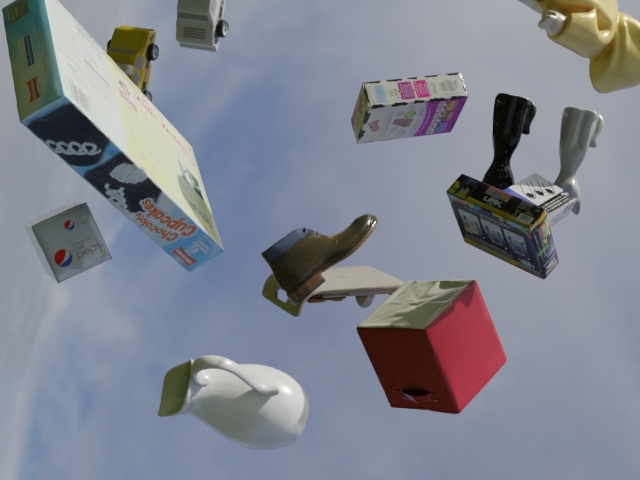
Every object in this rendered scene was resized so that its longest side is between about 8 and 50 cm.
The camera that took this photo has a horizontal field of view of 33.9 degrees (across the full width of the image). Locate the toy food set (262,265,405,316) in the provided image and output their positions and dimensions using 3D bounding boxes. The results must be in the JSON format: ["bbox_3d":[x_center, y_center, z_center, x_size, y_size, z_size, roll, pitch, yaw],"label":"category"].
[{"bbox_3d":[0.048,0.126,2.362,0.220,0.306,0.092,-155,-116,-65],"label":"toy food set"}]

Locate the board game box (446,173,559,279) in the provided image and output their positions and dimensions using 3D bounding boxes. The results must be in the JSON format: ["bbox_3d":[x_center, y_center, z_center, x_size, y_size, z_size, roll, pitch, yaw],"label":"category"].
[{"bbox_3d":[0.299,-0.023,1.722,0.170,0.141,0.048,29,-111,37],"label":"board game box"}]

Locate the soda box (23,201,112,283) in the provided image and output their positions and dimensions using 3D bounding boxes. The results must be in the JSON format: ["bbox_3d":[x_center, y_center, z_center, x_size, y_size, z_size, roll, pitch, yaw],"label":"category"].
[{"bbox_3d":[-0.308,-0.001,1.265,0.074,0.069,0.216,67,-17,-9],"label":"soda box"}]

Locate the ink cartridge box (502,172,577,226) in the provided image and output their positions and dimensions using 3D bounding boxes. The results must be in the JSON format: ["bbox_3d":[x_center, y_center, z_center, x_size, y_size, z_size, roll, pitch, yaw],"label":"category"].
[{"bbox_3d":[0.382,-0.059,1.940,0.097,0.207,0.046,35,-54,23],"label":"ink cartridge box"}]

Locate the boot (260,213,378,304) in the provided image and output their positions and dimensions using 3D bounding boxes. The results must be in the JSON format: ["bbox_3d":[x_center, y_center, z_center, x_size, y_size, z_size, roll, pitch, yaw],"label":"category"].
[{"bbox_3d":[0.000,0.000,1.793,0.219,0.106,0.082,-44,-174,-24],"label":"boot"}]

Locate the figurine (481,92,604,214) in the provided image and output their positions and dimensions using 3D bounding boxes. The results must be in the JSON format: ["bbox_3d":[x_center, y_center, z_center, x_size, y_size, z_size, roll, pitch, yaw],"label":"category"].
[{"bbox_3d":[0.424,-0.162,2.033,0.092,0.215,0.209,-46,147,-82],"label":"figurine"}]

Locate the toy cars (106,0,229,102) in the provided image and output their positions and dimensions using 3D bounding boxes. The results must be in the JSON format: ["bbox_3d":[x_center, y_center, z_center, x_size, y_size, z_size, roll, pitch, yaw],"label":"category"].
[{"bbox_3d":[-0.309,-0.398,2.043,0.394,0.176,0.087,-41,170,13],"label":"toy cars"}]

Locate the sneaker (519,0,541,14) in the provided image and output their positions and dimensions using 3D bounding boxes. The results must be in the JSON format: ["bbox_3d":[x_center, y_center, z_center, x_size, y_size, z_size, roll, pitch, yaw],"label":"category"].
[{"bbox_3d":[0.370,-0.456,1.598,0.110,0.118,0.292,-45,159,-34],"label":"sneaker"}]

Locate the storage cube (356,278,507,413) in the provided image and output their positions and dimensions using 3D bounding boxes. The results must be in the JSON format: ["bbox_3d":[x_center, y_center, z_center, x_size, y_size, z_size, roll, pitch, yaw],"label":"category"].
[{"bbox_3d":[0.220,0.202,2.067,0.184,0.193,0.215,-3,-152,46],"label":"storage cube"}]

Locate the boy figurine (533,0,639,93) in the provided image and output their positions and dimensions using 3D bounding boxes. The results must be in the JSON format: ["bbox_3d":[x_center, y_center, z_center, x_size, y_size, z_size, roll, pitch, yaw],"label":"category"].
[{"bbox_3d":[0.276,-0.276,1.187,0.092,0.285,0.177,-31,-144,37],"label":"boy figurine"}]

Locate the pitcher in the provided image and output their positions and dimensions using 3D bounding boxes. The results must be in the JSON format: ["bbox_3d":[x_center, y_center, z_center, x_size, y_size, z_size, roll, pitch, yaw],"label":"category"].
[{"bbox_3d":[-0.115,0.231,1.561,0.178,0.207,0.125,-43,-146,53],"label":"pitcher"}]

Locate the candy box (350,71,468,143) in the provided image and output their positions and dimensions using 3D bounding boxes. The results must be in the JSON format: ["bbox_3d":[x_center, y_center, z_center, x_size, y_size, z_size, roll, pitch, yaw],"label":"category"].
[{"bbox_3d":[0.197,-0.298,2.372,0.159,0.233,0.071,110,-31,-63],"label":"candy box"}]

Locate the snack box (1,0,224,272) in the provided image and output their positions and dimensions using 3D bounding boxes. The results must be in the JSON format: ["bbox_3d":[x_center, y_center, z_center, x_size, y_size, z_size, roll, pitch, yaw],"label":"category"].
[{"bbox_3d":[-0.228,-0.117,1.190,0.060,0.322,0.187,-29,-129,10],"label":"snack box"}]
